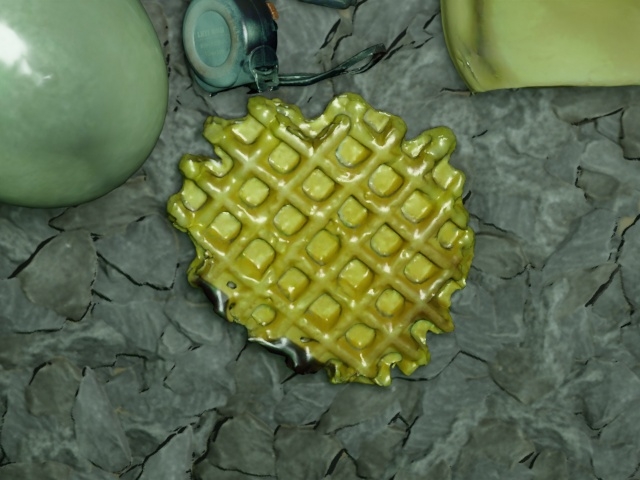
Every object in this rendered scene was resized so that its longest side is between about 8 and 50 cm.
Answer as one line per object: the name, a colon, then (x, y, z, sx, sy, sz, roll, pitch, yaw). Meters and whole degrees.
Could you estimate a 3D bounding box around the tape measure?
tape measure: (-0.038, -0.197, 1.656, 0.180, 0.104, 0.107, -11, 93, -27)

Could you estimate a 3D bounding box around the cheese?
cheese: (0.239, -0.287, 1.578, 0.260, 0.128, 0.316, -2, 107, 3)

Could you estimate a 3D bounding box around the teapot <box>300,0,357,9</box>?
teapot: (-0.002, -0.255, 1.628, 0.083, 0.049, 0.063, 10, 109, -3)

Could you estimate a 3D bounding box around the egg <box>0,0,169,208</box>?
egg: (-0.296, -0.181, 1.547, 0.352, 0.258, 0.258, 39, 105, -18)

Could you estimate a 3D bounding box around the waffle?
waffle: (0.000, 0.001, 1.713, 0.312, 0.060, 0.307, 7, 107, -2)
